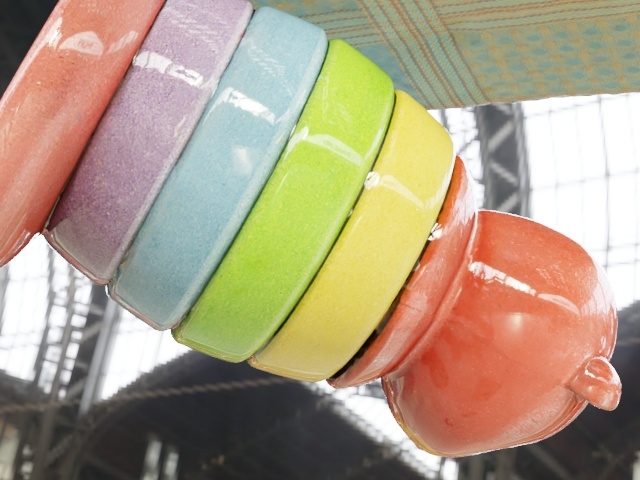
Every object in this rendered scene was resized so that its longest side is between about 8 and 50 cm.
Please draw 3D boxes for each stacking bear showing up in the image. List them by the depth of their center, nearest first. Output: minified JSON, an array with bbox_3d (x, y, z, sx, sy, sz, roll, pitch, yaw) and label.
[{"bbox_3d":[0.000,0.000,0.567,0.289,0.164,0.175,29,4,-10],"label":"stacking bear"}]

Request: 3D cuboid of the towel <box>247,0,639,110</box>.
[{"bbox_3d":[0.075,-0.140,0.641,0.370,0.040,0.271,-3,-21,20],"label":"towel"}]
